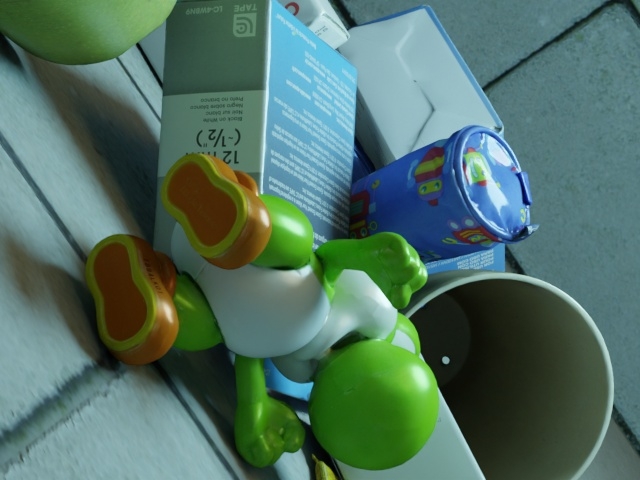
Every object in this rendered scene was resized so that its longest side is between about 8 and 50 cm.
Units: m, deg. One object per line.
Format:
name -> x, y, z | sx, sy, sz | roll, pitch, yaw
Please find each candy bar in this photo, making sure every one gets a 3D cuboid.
candy bar -> 0.010, 0.234, 1.565 | 0.040, 0.018, 0.161 | 51, 12, -20

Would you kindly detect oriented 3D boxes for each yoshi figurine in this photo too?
yoshi figurine -> -0.009, 0.081, 1.448 | 0.362, 0.203, 0.203 | 30, 67, -53

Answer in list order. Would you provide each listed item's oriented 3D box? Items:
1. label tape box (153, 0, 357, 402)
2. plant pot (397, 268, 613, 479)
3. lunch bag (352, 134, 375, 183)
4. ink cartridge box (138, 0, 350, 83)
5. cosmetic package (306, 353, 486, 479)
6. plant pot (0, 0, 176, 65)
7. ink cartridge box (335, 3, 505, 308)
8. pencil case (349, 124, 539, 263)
label tape box -> -0.059, -0.027, 1.697 | 0.249, 0.115, 0.348 | 29, 63, -68
plant pot -> 0.139, 0.133, 1.925 | 0.256, 0.256, 0.274 | 52, -4, -17
lunch bag -> 0.022, -0.092, 2.218 | 0.098, 0.067, 0.065 | 54, 13, -16
ink cartridge box -> -0.124, -0.293, 2.063 | 0.273, 0.198, 0.115 | 59, 10, 16
cosmetic package -> 0.085, 0.221, 1.631 | 0.085, 0.117, 0.231 | 72, -6, -55
plant pot -> -0.226, -0.272, 1.490 | 0.276, 0.276, 0.254 | 60, -1, 21
ink cartridge box -> 0.129, -0.066, 2.379 | 0.395, 0.151, 0.270 | 86, -15, -46
pencil case -> 0.081, -0.015, 1.838 | 0.133, 0.306, 0.119 | 12, 64, -41
